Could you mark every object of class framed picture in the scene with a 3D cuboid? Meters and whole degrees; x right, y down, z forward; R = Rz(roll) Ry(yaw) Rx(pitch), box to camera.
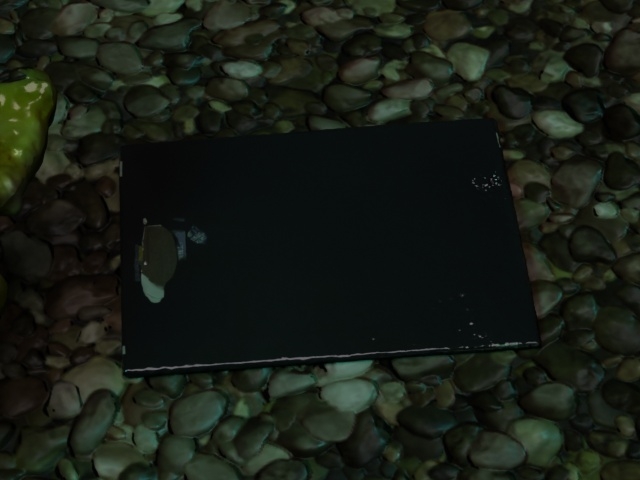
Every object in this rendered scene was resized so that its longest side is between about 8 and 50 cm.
[{"bbox_3d":[0.000,0.000,1.439,0.324,0.013,0.244,-4,49,-2],"label":"framed picture"}]

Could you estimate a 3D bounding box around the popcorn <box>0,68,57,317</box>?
[{"bbox_3d":[-0.370,-0.016,1.276,0.325,0.290,0.321,55,31,2],"label":"popcorn"}]
